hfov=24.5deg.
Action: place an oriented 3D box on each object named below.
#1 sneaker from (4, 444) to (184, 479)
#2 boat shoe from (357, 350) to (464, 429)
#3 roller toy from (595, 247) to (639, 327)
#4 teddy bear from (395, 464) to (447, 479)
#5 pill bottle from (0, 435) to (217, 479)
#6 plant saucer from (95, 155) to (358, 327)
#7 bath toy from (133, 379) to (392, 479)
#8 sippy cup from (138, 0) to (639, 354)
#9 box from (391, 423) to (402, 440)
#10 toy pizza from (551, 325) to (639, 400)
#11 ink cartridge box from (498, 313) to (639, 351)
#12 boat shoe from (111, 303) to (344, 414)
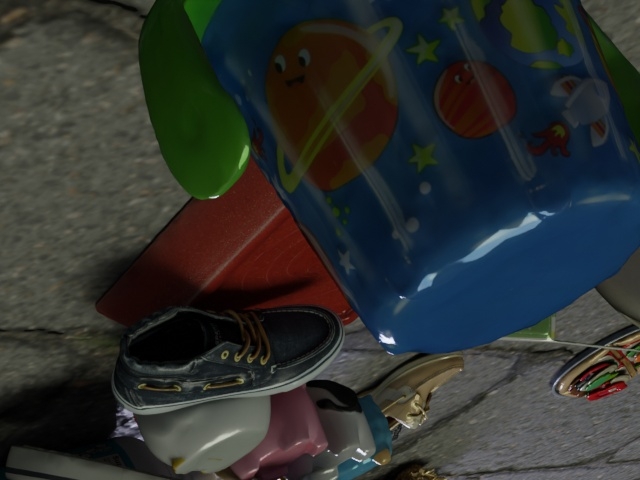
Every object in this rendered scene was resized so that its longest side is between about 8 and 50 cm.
[{"bbox_3d":[-0.116,0.261,1.237,0.321,0.127,0.126,13,168,-18],"label":"sneaker"},{"bbox_3d":[0.087,0.174,1.555,0.170,0.059,0.063,-34,155,22],"label":"boat shoe"},{"bbox_3d":[0.314,-0.006,1.225,0.209,0.191,0.146,-31,157,14],"label":"roller toy"},{"bbox_3d":[0.026,0.403,1.958,0.338,0.113,0.245,-41,160,18],"label":"teddy bear"},{"bbox_3d":[-0.225,0.262,1.330,0.264,0.146,0.146,-10,153,-30],"label":"pill bottle"},{"bbox_3d":[0.000,0.000,1.117,0.259,0.047,0.258,-2,148,-44],"label":"plant saucer"},{"bbox_3d":[-0.063,0.149,1.273,0.151,0.129,0.348,-32,157,12],"label":"bath toy"},{"bbox_3d":[0.064,-0.067,0.812,0.306,0.224,0.240,-22,157,-8],"label":"sippy cup"},{"bbox_3d":[0.052,0.221,1.673,0.083,0.018,0.067,-18,156,-14],"label":"box"},{"bbox_3d":[0.384,0.153,1.835,0.201,0.032,0.201,-20,157,-9],"label":"toy pizza"},{"bbox_3d":[0.188,0.064,1.239,0.235,0.056,0.171,2,177,4],"label":"ink cartridge box"},{"bbox_3d":[-0.062,0.077,1.078,0.183,0.065,0.083,-15,157,-18],"label":"boat shoe"}]
